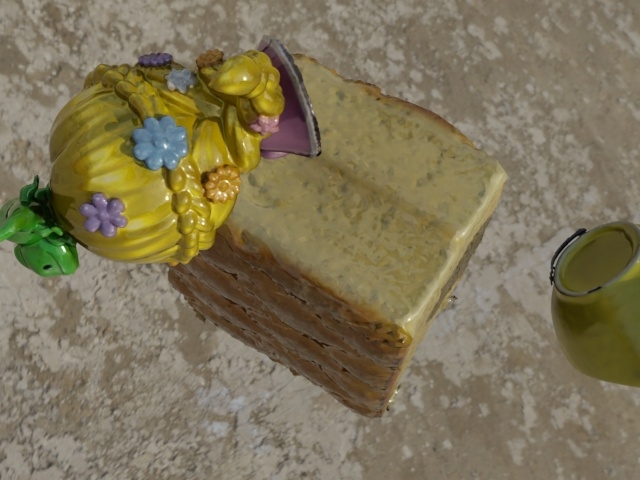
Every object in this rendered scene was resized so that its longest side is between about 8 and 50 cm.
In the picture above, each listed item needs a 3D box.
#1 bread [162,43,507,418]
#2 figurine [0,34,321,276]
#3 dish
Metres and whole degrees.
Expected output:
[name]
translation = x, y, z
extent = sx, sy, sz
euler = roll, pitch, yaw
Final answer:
[bread]
translation = 0.000, 0.000, 0.684
extent = 0.279, 0.279, 0.207
euler = 30, 68, 17
[figurine]
translation = -0.078, -0.036, 0.316
extent = 0.156, 0.115, 0.094
euler = -24, 85, -6
[dish]
translation = 0.260, 0.035, 0.627
extent = 0.080, 0.149, 0.207
euler = 47, 28, -16
